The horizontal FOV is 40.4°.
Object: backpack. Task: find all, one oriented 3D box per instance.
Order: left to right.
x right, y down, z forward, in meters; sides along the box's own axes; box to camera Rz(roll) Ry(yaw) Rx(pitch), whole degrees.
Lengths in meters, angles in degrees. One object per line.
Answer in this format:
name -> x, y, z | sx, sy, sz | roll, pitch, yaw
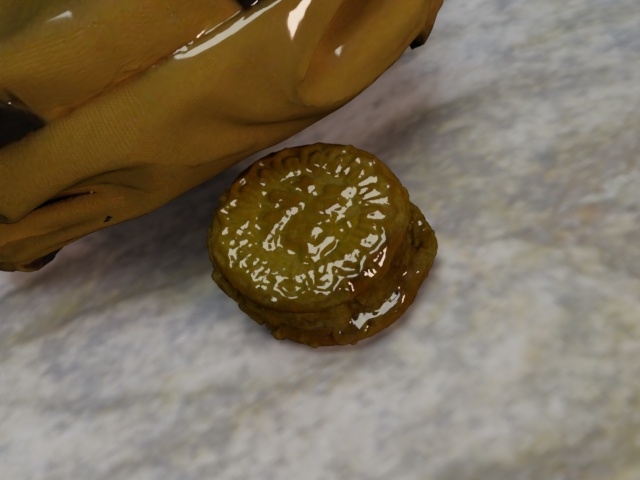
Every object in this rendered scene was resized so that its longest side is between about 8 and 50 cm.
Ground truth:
backpack -> -0.126, -0.169, 0.501 | 0.353, 0.201, 0.378 | -30, 41, 0

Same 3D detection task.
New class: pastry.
pastry -> 0.000, 0.000, 0.420 | 0.109, 0.057, 0.097 | -8, 52, 13
